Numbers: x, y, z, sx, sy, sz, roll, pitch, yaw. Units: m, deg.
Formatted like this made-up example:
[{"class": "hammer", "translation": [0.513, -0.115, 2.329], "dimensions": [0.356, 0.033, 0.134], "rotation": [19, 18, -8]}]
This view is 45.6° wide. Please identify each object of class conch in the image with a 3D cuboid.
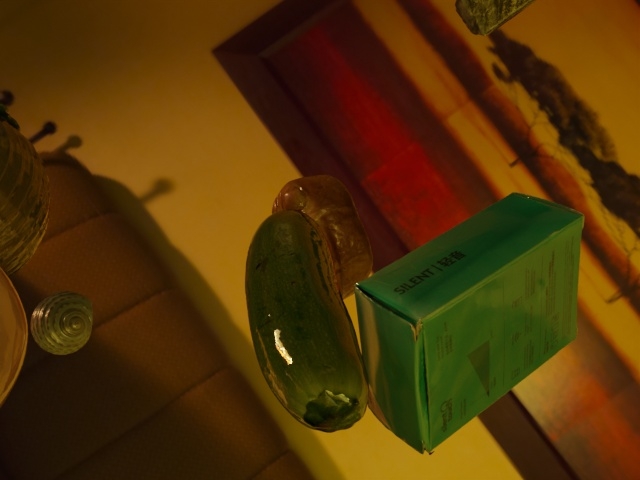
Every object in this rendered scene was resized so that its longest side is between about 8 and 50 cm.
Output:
[{"class": "conch", "translation": [-0.519, 0.156, 1.517], "dimensions": [0.153, 0.135, 0.102], "rotation": [9, -30, 29]}]

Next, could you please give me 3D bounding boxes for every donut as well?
[{"class": "donut", "translation": [-0.001, -0.001, 1.281], "dimensions": [0.227, 0.113, 0.227], "rotation": [55, -22, 35]}]

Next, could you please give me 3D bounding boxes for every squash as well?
[{"class": "squash", "translation": [-0.020, 0.049, 0.623], "dimensions": [0.082, 0.082, 0.292], "rotation": [56, 9, -27]}]

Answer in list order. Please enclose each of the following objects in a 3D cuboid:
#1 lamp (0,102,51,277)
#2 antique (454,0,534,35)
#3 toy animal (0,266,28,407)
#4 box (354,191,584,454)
[{"class": "lamp", "translation": [-0.450, -0.037, 0.937], "dimensions": [0.250, 0.250, 0.284], "rotation": [52, -19, 28]}, {"class": "antique", "translation": [0.321, -0.426, 1.291], "dimensions": [0.088, 0.183, 0.086], "rotation": [56, 21, -4]}, {"class": "toy animal", "translation": [-0.426, 0.123, 0.615], "dimensions": [0.277, 0.246, 0.345], "rotation": [55, 36, -45]}, {"class": "box", "translation": [0.194, 0.092, 0.964], "dimensions": [0.118, 0.311, 0.205], "rotation": [25, -46, 46]}]
